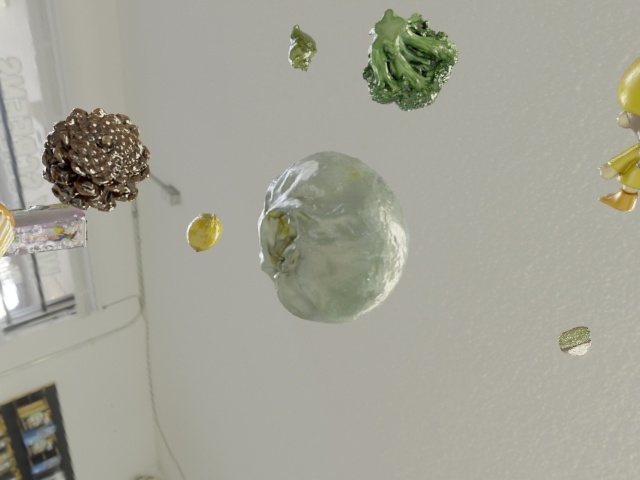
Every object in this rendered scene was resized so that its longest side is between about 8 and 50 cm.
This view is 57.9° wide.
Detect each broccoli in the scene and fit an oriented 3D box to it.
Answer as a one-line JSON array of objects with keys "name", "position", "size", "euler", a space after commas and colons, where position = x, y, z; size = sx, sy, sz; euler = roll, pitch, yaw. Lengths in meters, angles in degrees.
[{"name": "broccoli", "position": [0.223, -0.479, 1.530], "size": [0.265, 0.245, 0.294], "euler": [-2, -110, 31]}]

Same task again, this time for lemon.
[{"name": "lemon", "position": [-0.289, -0.024, 1.450], "size": [0.082, 0.082, 0.110], "euler": [45, -70, 32]}]

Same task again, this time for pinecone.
[{"name": "pinecone", "position": [-0.439, -0.148, 1.120], "size": [0.208, 0.208, 0.207], "euler": [28, -53, 44]}]

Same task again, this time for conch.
[{"name": "conch", "position": [-0.046, -0.486, 1.473], "size": [0.074, 0.089, 0.121], "euler": [-14, -93, 20]}]

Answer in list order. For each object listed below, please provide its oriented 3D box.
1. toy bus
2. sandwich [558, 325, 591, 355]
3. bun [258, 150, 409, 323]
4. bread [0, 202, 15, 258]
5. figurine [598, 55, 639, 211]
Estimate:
[{"name": "toy bus", "position": [-0.684, -0.014, 1.271], "size": [0.138, 0.317, 0.112], "euler": [19, -68, 43]}, {"name": "sandwich", "position": [0.392, 0.157, 0.896], "size": [0.083, 0.044, 0.030], "euler": [67, 24, -55]}, {"name": "bun", "position": [0.000, 0.000, 1.158], "size": [0.362, 0.211, 0.361], "euler": [18, -66, 47]}, {"name": "bread", "position": [-0.564, -0.035, 0.763], "size": [0.204, 0.288, 0.156], "euler": [-20, -131, 43]}, {"name": "figurine", "position": [0.665, -0.211, 1.110], "size": [0.187, 0.215, 0.343], "euler": [-113, -168, -51]}]
